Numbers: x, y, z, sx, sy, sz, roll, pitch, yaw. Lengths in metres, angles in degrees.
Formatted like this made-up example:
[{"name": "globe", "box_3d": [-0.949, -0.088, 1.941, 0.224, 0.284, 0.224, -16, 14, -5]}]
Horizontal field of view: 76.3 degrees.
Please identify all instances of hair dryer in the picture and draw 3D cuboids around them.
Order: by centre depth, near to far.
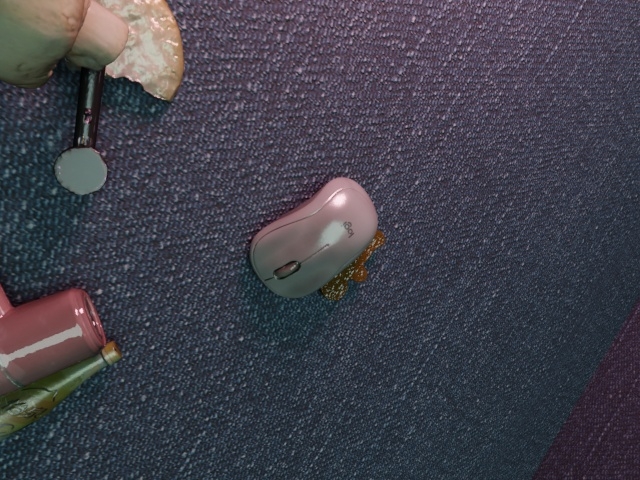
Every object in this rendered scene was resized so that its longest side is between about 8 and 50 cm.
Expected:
[{"name": "hair dryer", "box_3d": [-0.358, -0.198, 0.621, 0.070, 0.114, 0.248, 4, 99, -31]}, {"name": "hair dryer", "box_3d": [-0.502, 0.060, 0.623, 0.210, 0.125, 0.353, -21, 107, -23]}]

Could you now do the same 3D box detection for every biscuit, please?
[{"name": "biscuit", "box_3d": [-0.325, -0.335, 0.639, 0.188, 0.040, 0.265, -46, 121, -11]}, {"name": "biscuit", "box_3d": [0.061, 0.047, 0.967, 0.138, 0.031, 0.205, 29, 88, -27]}]

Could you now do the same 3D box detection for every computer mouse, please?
[{"name": "computer mouse", "box_3d": [0.000, 0.000, 0.855, 0.296, 0.121, 0.184, -35, 113, -12]}]

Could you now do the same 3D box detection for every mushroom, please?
[{"name": "mushroom", "box_3d": [-0.339, -0.293, 0.476, 0.253, 0.260, 0.234, -33, 158, 27]}]

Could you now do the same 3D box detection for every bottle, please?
[{"name": "bottle", "box_3d": [-0.482, 0.262, 0.703, 0.269, 0.083, 0.083, -27, 116, -22]}]
